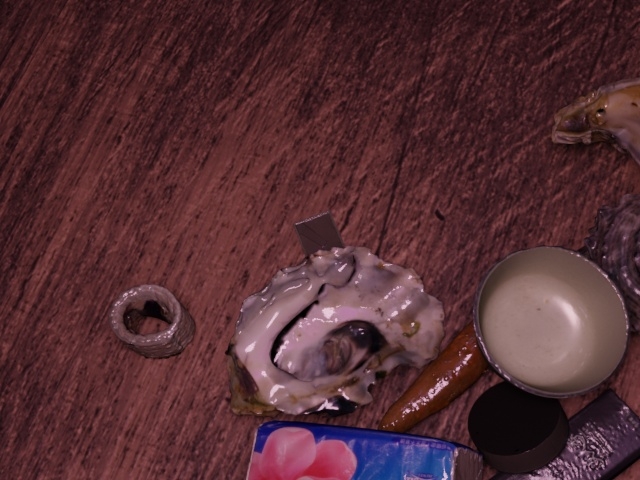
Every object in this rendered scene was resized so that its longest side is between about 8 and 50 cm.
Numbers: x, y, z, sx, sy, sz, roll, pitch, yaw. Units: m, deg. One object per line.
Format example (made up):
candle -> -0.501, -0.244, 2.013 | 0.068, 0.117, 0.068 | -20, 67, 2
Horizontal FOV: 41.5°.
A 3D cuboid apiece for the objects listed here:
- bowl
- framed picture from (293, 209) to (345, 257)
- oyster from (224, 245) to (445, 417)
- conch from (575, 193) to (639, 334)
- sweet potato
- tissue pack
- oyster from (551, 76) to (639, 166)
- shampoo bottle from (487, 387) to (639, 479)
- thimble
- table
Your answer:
bowl -> 0.306, 0.121, 1.169 | 0.212, 0.112, 0.211 | 1, 71, -2
framed picture -> 0.000, 0.000, 1.362 | 0.066, 0.006, 0.089 | -22, 69, -1
oyster -> 0.006, 0.147, 1.257 | 0.351, 0.115, 0.238 | -36, 79, -2
conch -> 0.514, 0.042, 1.216 | 0.313, 0.186, 0.240 | 20, 59, 30
sweet potato -> 0.194, 0.198, 1.238 | 0.314, 0.066, 0.072 | -46, 55, -9
tissue pack -> 0.065, 0.319, 1.109 | 0.270, 0.209, 0.137 | 2, 76, 20
oyster -> 0.528, -0.165, 1.316 | 0.275, 0.100, 0.271 | -40, 72, -22
shampoo bottle -> 0.312, 0.336, 1.171 | 0.310, 0.071, 0.098 | -36, 67, -5
thimble -> -0.259, 0.127, 1.302 | 0.115, 0.090, 0.102 | 24, 71, 16
table -> 0.275, 0.257, 1.179 | 0.134, 0.043, 0.133 | -22, 34, 16
